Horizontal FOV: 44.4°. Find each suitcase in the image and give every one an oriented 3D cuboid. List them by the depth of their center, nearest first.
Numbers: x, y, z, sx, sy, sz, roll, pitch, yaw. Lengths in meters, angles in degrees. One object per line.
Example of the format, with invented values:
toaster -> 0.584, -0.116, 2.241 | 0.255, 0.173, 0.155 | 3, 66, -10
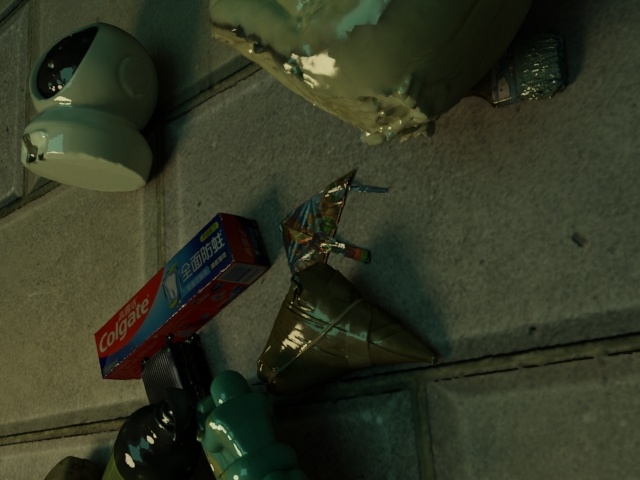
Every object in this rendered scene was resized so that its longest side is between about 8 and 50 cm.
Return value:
suitcase -> -0.185, 0.193, 1.033 | 0.086, 0.059, 0.126 | -44, 56, 31

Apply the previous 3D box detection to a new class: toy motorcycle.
toy motorcycle -> -0.064, 0.238, 0.824 | 0.296, 0.109, 0.198 | -142, 39, -59

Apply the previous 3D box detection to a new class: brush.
brush -> 0.156, -0.156, 0.792 | 0.196, 0.021, 0.070 | -11, 75, 45

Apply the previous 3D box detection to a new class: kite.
kite -> 0.000, 0.000, 0.919 | 0.160, 0.010, 0.183 | 21, 97, 44

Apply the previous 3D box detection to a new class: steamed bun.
steamed bun -> 0.074, -0.252, 0.739 | 0.312, 0.233, 0.334 | -52, 42, 10

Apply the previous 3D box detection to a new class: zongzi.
zongzi -> 0.019, 0.143, 0.844 | 0.178, 0.081, 0.189 | 35, 118, 22

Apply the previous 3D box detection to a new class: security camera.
security camera -> -0.334, -0.206, 1.175 | 0.194, 0.194, 0.236 | -4, 74, 44

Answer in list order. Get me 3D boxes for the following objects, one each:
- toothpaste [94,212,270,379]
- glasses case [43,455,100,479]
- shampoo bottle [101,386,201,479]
toothpaste -> -0.195, 0.085, 1.059 | 0.320, 0.066, 0.076 | -40, 56, 31
glasses case -> -0.348, 0.441, 1.012 | 0.156, 0.098, 0.425 | -60, 20, 11
shampoo bottle -> -0.203, 0.267, 0.947 | 0.101, 0.101, 0.284 | 63, 143, 32
